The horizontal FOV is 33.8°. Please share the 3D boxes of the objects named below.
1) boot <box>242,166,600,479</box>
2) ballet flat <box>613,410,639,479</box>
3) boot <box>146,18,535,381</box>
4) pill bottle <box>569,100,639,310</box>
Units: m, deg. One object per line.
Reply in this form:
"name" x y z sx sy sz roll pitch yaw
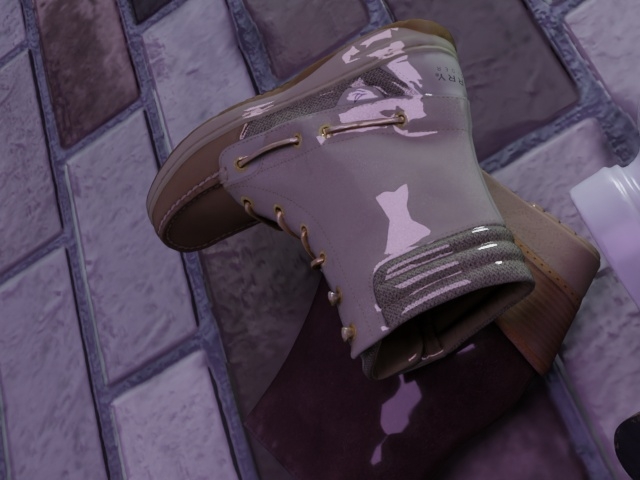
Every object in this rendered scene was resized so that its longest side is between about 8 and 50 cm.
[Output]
"boot" 0.017 0.029 0.627 0.207 0.090 0.248 -50 54 -1
"ballet flat" 0.222 0.112 0.493 0.173 0.049 0.057 6 100 39
"boot" 0.000 0.000 0.567 0.213 0.077 0.165 -28 64 27
"pill bottle" 0.252 -0.054 0.482 0.264 0.146 0.146 -33 53 16
